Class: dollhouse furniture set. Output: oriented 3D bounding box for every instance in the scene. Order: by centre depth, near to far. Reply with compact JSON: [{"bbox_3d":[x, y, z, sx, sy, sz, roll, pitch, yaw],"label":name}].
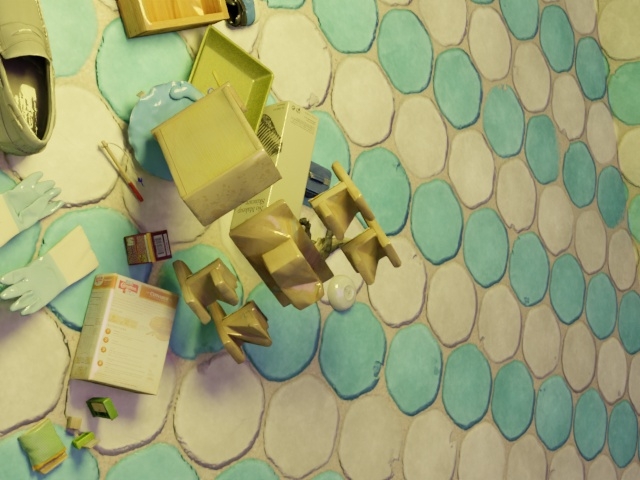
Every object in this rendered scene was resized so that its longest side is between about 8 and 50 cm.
[{"bbox_3d":[-0.414,0.320,1.410,0.151,0.058,0.076,-34,110,-42],"label":"dollhouse furniture set"},{"bbox_3d":[-0.116,-0.048,1.558,0.362,0.256,0.394,-32,131,2],"label":"dollhouse furniture set"}]

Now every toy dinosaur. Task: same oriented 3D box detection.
[{"bbox_3d":[0.000,0.000,1.861,0.268,0.064,0.118,-25,110,-46],"label":"toy dinosaur"}]

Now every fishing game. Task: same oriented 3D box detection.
[{"bbox_3d":[-0.277,-0.205,1.585,0.264,0.041,0.189,-41,121,-20],"label":"fishing game"}]

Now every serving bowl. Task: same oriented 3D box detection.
[{"bbox_3d":[0.054,0.118,1.922,0.083,0.027,0.083,6,81,-44],"label":"serving bowl"}]

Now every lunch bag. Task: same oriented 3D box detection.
[{"bbox_3d":[-0.025,-0.135,1.840,0.098,0.065,0.067,20,72,-43],"label":"lunch bag"}]

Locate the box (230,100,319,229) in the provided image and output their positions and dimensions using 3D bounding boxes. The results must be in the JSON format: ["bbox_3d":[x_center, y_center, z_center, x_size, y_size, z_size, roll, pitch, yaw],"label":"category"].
[{"bbox_3d":[-0.093,-0.139,1.742,0.094,0.113,0.275,25,68,-40],"label":"box"}]

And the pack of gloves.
[{"bbox_3d":[-0.477,0.005,1.375,0.195,0.046,0.232,68,26,-14],"label":"pack of gloves"}]

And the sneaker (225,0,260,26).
[{"bbox_3d":[-0.177,-0.511,1.729,0.084,0.058,0.152,-34,116,-51],"label":"sneaker"}]

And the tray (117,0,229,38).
[{"bbox_3d":[-0.321,-0.599,1.584,0.202,0.076,0.411,-24,102,-44],"label":"tray"}]

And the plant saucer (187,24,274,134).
[{"bbox_3d":[-0.194,-0.301,1.701,0.188,0.045,0.188,31,65,-38],"label":"plant saucer"}]

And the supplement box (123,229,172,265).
[{"bbox_3d":[-0.310,0.013,1.526,0.043,0.083,0.055,-15,97,-45],"label":"supplement box"}]

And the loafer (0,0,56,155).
[{"bbox_3d":[-0.477,-0.298,1.368,0.112,0.111,0.320,-9,92,-45],"label":"loafer"}]

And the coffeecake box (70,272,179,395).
[{"bbox_3d":[-0.341,0.166,1.491,0.142,0.068,0.186,24,69,-41],"label":"coffeecake box"}]
